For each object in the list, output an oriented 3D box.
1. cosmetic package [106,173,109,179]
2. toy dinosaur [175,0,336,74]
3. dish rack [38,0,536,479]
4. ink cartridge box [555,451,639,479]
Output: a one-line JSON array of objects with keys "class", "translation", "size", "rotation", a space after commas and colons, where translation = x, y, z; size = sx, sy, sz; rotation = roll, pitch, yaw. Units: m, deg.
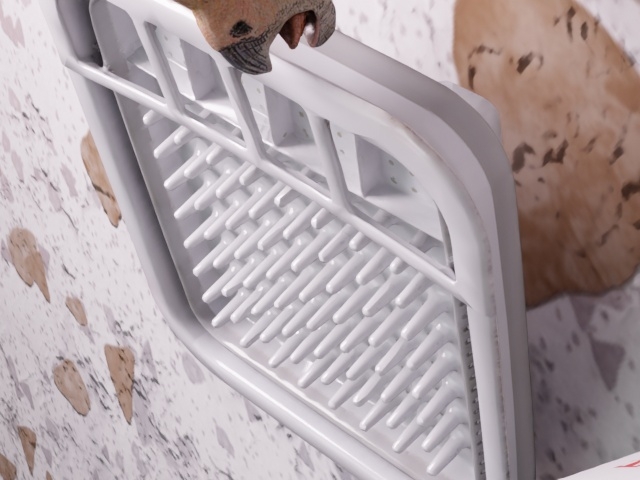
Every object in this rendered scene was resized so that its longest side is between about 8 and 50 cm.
[{"class": "cosmetic package", "translation": [-0.109, -0.169, 0.892], "size": [0.127, 0.107, 0.238], "rotation": [-13, 94, 60]}, {"class": "toy dinosaur", "translation": [-0.039, -0.228, 0.624], "size": [0.296, 0.200, 0.127], "rotation": [53, 148, 28]}, {"class": "dish rack", "translation": [0.000, 0.000, 0.743], "size": [0.285, 0.072, 0.333], "rotation": [30, 150, 32]}, {"class": "ink cartridge box", "translation": [0.194, 0.083, 0.395], "size": [0.160, 0.219, 0.093], "rotation": [-15, 88, 61]}]
